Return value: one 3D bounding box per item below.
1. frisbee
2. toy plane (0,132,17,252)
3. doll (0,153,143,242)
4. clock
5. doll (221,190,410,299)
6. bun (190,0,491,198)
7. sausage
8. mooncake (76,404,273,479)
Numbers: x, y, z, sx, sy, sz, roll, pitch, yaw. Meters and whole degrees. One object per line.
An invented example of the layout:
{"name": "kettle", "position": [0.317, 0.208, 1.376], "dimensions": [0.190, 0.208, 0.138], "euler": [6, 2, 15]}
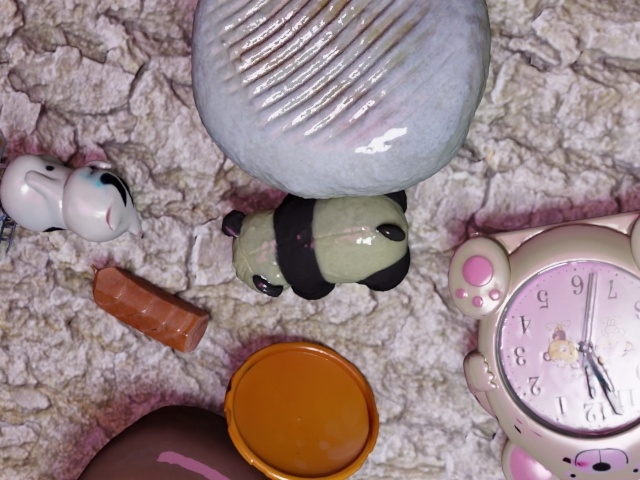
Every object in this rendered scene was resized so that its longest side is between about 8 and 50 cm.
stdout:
{"name": "frisbee", "position": [-0.023, 0.211, 1.301], "dimensions": [0.192, 0.192, 0.035], "euler": [39, 144, 13]}
{"name": "toy plane", "position": [-0.450, -0.051, 1.459], "dimensions": [0.053, 0.078, 0.197], "euler": [5, 77, 19]}
{"name": "doll", "position": [-0.326, -0.057, 1.403], "dimensions": [0.180, 0.110, 0.107], "euler": [9, 95, 14]}
{"name": "clock", "position": [0.302, 0.127, 1.213], "dimensions": [0.284, 0.114, 0.310], "euler": [-10, 89, 15]}
{"name": "doll", "position": [0.001, -0.002, 1.294], "dimensions": [0.234, 0.135, 0.144], "euler": [-8, 86, 21]}
{"name": "bun", "position": [0.024, -0.216, 1.235], "dimensions": [0.361, 0.211, 0.362], "euler": [-2, 82, 14]}
{"name": "sausage", "position": [-0.231, 0.085, 1.399], "dimensions": [0.169, 0.065, 0.065], "euler": [26, 98, 16]}
{"name": "mooncake", "position": [-0.163, 0.368, 1.325], "dimensions": [0.333, 0.174, 0.326], "euler": [-10, 91, 14]}
